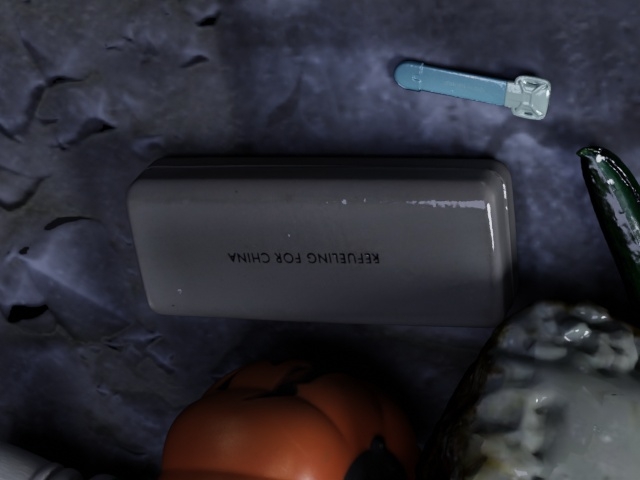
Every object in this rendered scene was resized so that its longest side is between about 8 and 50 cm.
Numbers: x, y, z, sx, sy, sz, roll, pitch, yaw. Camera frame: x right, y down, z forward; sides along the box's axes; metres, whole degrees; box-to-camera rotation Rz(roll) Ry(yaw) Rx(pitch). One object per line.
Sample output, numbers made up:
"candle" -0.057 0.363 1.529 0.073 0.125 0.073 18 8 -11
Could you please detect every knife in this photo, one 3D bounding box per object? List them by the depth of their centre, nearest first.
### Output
"knife" 0.090 -0.092 0.807 0.096 0.010 0.027 13 121 16

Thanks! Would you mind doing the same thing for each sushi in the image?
"sushi" 0.198 0.170 0.781 0.343 0.196 0.182 17 135 5

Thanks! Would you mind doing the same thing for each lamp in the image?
"lamp" -0.024 0.171 0.888 0.164 0.188 0.187 -4 116 42

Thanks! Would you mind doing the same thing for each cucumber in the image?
"cucumber" 0.196 0.021 0.813 0.036 0.033 0.184 -6 115 43

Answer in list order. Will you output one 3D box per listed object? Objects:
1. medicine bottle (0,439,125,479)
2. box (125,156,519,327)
"medicine bottle" -0.164 0.243 1.004 0.237 0.139 0.139 23 122 10
"box" 0.000 0.000 0.862 0.244 0.055 0.103 1 117 20
